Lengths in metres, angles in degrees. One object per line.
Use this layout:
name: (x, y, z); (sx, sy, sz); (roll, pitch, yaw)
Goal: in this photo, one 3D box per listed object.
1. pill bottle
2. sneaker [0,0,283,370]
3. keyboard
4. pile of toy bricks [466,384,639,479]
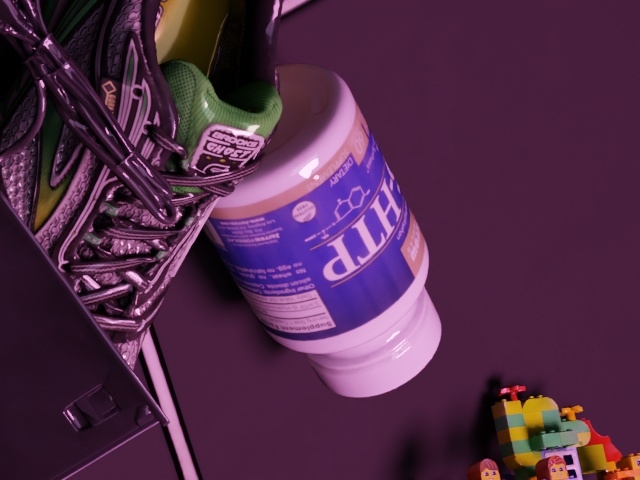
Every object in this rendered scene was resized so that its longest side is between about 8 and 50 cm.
pill bottle: (0.000, 0.000, 1.034); (0.112, 0.112, 0.186); (-46, 130, -21)
sneaker: (-0.106, -0.039, 0.902); (0.134, 0.146, 0.343); (10, 99, -44)
keyboard: (-0.174, -0.026, 0.828); (0.201, 0.033, 0.317); (-31, 112, 7)
pile of toy bricks: (0.150, 0.153, 1.242); (0.212, 0.118, 0.105); (-2, 73, -33)
